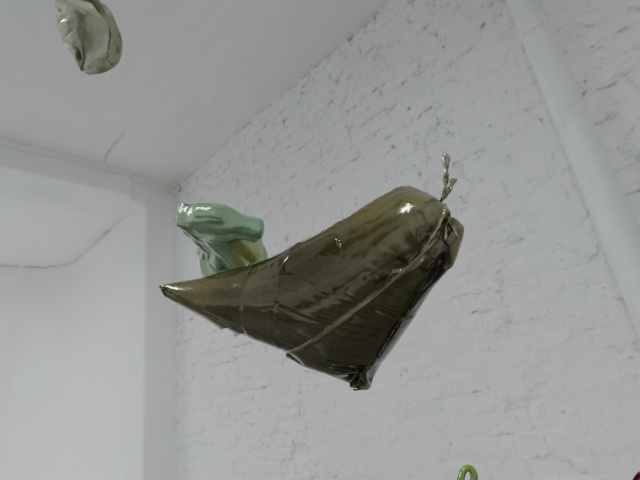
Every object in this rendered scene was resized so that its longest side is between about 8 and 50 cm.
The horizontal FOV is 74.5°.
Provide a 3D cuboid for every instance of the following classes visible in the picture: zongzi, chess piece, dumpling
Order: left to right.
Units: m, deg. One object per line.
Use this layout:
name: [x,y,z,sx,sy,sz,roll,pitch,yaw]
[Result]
dumpling: [-0.499,-0.468,0.925,0.100,0.169,0.134,-16,14,42]
chess piece: [-0.211,0.004,0.959,0.176,0.175,0.298,-7,-25,-6]
zongzi: [0.002,0.009,0.779,0.467,0.218,0.500,24,-71,-18]

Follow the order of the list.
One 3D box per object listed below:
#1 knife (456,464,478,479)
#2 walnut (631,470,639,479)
knife: [0.115,0.299,0.379,0.022,0.184,0.026,24,-26,2]
walnut: [0.329,0.314,0.294,0.222,0.269,0.244,19,-70,-36]
